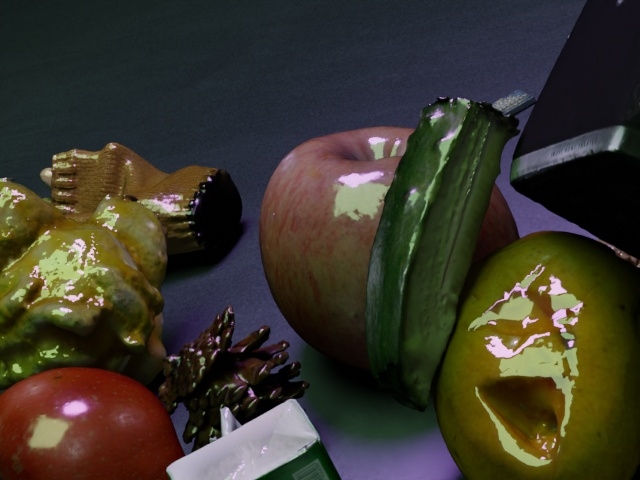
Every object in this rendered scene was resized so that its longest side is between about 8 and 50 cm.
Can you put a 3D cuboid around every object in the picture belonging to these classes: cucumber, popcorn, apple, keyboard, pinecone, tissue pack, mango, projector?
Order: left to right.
[{"bbox_3d":[-0.364,0.079,1.887,0.321,0.325,0.290,-16,29,6],"label":"popcorn"},{"bbox_3d":[-0.261,0.270,1.567,0.217,0.260,0.260,-17,22,-30],"label":"apple"},{"bbox_3d":[-0.098,0.179,1.666,0.150,0.195,0.179,-14,-30,-48],"label":"pinecone"},{"bbox_3d":[-0.043,0.279,1.426,0.148,0.209,0.156,-31,27,-7],"label":"tissue pack"},{"bbox_3d":[0.077,-0.005,1.729,0.345,0.269,0.344,-20,28,11],"label":"apple"},{"bbox_3d":[0.101,0.011,1.485,0.145,0.105,0.325,-4,66,57],"label":"cucumber"},{"bbox_3d":[0.242,-0.179,2.147,0.176,0.014,0.055,-30,26,-8],"label":"keyboard"},{"bbox_3d":[0.241,0.144,1.471,0.253,0.182,0.364,-13,43,15],"label":"mango"},{"bbox_3d":[0.404,-0.195,1.370,0.405,0.242,0.395,-63,4,-6],"label":"projector"}]

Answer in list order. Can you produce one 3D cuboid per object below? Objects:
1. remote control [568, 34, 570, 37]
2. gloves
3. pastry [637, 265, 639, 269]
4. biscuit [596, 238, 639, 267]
[{"bbox_3d":[0.461,-0.280,2.112,0.103,0.034,0.250,-27,29,-2],"label":"remote control"},{"bbox_3d":[-0.295,-0.043,2.206,0.357,0.155,0.203,8,49,23],"label":"gloves"},{"bbox_3d":[0.409,0.054,1.592,0.140,0.056,0.080,-5,42,22],"label":"pastry"},{"bbox_3d":[0.402,0.006,1.661,0.169,0.070,0.082,-21,21,13],"label":"biscuit"}]
